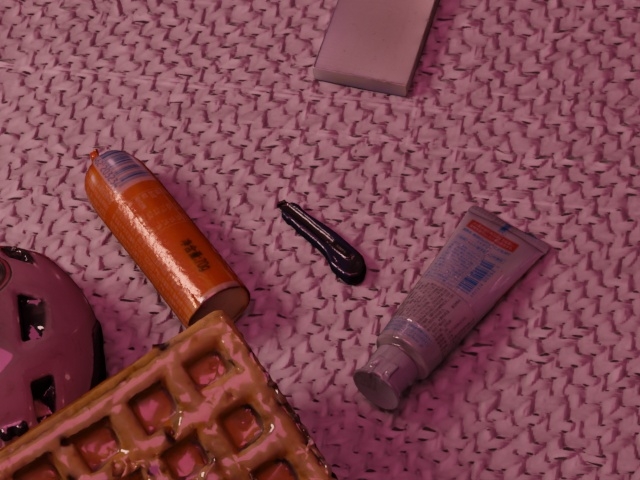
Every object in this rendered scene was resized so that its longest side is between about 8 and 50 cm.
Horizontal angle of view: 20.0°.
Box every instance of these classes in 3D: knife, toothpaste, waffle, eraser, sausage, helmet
[{"bbox_3d":[0.000,0.000,1.764,0.031,0.018,0.121,-41,61,-19],"label":"knife"},{"bbox_3d":[0.118,0.059,1.699,0.089,0.057,0.234,31,61,20],"label":"toothpaste"},{"bbox_3d":[-0.169,0.265,1.536,0.376,0.114,0.261,-33,83,-13],"label":"waffle"},{"bbox_3d":[0.063,-0.223,1.886,0.104,0.023,0.150,12,62,14],"label":"eraser"},{"bbox_3d":[-0.161,-0.010,1.758,0.071,0.071,0.234,-33,62,-13],"label":"sausage"},{"bbox_3d":[-0.305,0.094,1.670,0.198,0.154,0.253,-20,64,-4],"label":"helmet"}]
